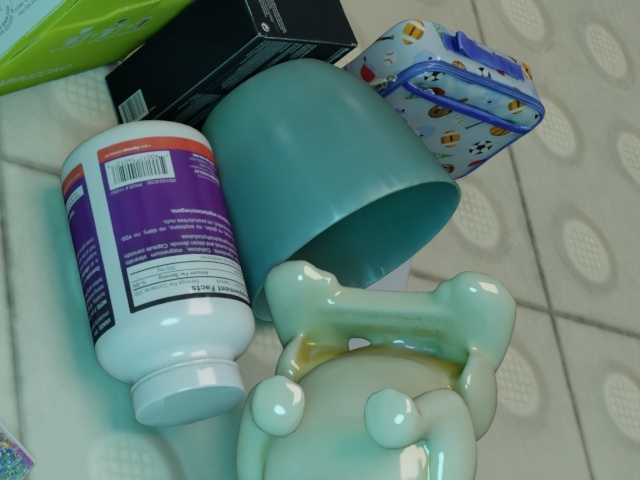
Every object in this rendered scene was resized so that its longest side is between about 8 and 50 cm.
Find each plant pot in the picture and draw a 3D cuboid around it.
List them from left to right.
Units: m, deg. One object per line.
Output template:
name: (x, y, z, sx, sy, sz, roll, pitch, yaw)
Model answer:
plant pot: (-0.014, -0.077, 2.031, 0.293, 0.293, 0.235, -8, 60, -50)

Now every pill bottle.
pill bottle: (-0.180, 0.038, 1.879, 0.181, 0.181, 0.323, 8, 58, -45)

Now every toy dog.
toy dog: (0.028, 0.270, 1.782, 0.285, 0.395, 0.408, 11, 41, 7)

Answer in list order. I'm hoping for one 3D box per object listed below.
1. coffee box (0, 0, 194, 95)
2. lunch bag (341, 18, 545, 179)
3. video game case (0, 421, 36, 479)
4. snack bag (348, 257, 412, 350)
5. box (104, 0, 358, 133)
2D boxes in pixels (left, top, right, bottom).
coffee box: (-0.313, -0.393, 1.914, 0.337, 0.338, 0.334, -27, 86, -52)
lunch bag: (0.161, -0.199, 2.376, 0.303, 0.243, 0.115, 15, 53, -43)
video game case: (-0.376, 0.211, 1.671, 0.157, 0.019, 0.143, 49, 37, -9)
snack bag: (0.000, 0.000, 2.227, 0.323, 0.037, 0.342, 35, 45, -25)
box: (-0.113, -0.223, 2.076, 0.184, 0.261, 0.103, 1, 63, -48)
